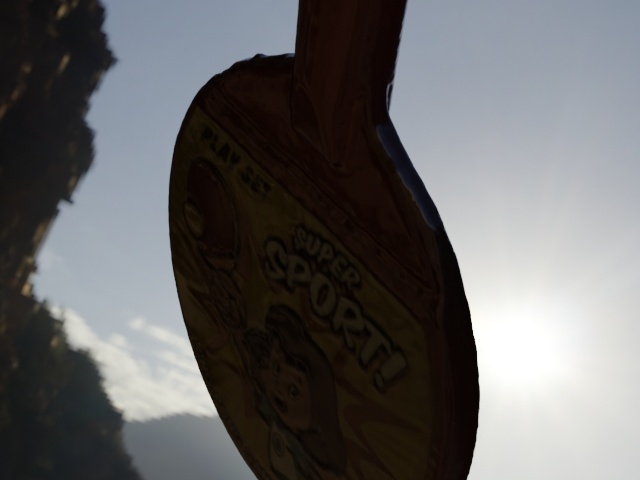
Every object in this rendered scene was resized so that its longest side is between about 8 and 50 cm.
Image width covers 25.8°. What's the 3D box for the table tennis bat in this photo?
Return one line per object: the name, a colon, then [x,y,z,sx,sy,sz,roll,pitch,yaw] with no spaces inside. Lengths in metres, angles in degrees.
table tennis bat: [0.000,0.000,0.747,0.268,0.051,0.414,45,-38,35]
